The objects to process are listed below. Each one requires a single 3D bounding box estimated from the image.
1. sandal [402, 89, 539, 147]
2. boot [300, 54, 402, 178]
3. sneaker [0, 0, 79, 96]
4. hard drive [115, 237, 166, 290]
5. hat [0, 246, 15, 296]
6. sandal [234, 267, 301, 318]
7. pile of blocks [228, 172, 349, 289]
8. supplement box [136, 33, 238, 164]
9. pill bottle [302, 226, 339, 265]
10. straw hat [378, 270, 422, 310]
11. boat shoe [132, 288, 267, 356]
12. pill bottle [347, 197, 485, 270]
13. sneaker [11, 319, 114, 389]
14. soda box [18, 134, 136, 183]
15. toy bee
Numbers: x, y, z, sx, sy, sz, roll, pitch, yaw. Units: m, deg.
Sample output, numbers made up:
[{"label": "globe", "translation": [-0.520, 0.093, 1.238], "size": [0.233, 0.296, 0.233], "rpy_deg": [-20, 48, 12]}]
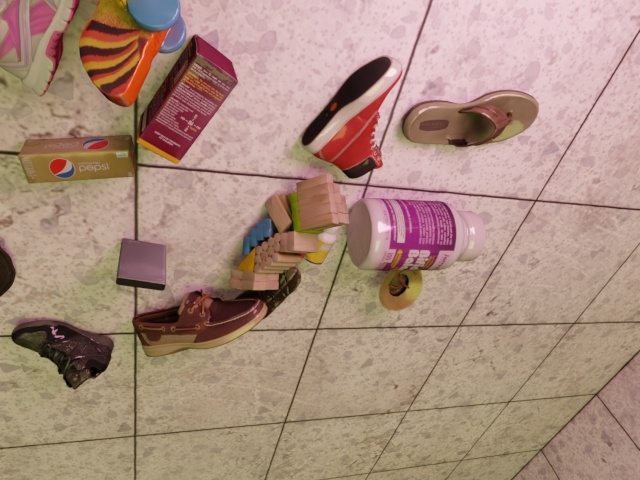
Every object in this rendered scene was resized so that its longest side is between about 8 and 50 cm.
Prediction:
[{"label": "sandal", "translation": [0.326, -0.243, 0.978], "size": [0.302, 0.086, 0.120], "rpy_deg": [-10, 131, -9]}, {"label": "boot", "translation": [0.102, -0.235, 0.920], "size": [0.176, 0.088, 0.244], "rpy_deg": [27, 125, -34]}, {"label": "sneaker", "translation": [-0.419, -0.337, 0.658], "size": [0.111, 0.103, 0.252], "rpy_deg": [20, 120, -32]}, {"label": "hard drive", "translation": [-0.377, 0.049, 0.971], "size": [0.094, 0.135, 0.022], "rpy_deg": [12, 121, -26]}, {"label": "hat", "translation": [-0.791, 0.083, 0.873], "size": [0.331, 0.134, 0.331], "rpy_deg": [-8, 130, -10]}, {"label": "sandal", "translation": [-0.135, 0.131, 1.164], "size": [0.219, 0.060, 0.090], "rpy_deg": [-42, 97, 18]}, {"label": "pile of blocks", "translation": [-0.069, -0.010, 1.042], "size": [0.362, 0.149, 0.112], "rpy_deg": [-40, 154, 27]}, {"label": "supplement box", "translation": [-0.233, -0.242, 0.794], "size": [0.080, 0.104, 0.188], "rpy_deg": [29, 116, -35]}, {"label": "pill bottle", "translation": [0.000, 0.000, 1.094], "size": [0.065, 0.065, 0.116], "rpy_deg": [14, 123, -27]}, {"label": "straw hat", "translation": [0.209, 0.116, 1.259], "size": [0.144, 0.061, 0.145], "rpy_deg": [-9, 115, -19]}, {"label": "boat shoe", "translation": [-0.300, 0.184, 1.112], "size": [0.341, 0.123, 0.123], "rpy_deg": [-15, 111, 15]}, {"label": "pill bottle", "translation": [0.228, -0.012, 1.086], "size": [0.301, 0.169, 0.169], "rpy_deg": [1, 128, -18]}, {"label": "sneaker", "translation": [-0.614, 0.271, 1.088], "size": [0.227, 0.130, 0.087], "rpy_deg": [30, 114, -32]}, {"label": "soda box", "translation": [-0.437, -0.149, 0.835], "size": [0.181, 0.061, 0.058], "rpy_deg": [-5, 130, -13]}, {"label": "toy bee", "translation": [-0.269, -0.356, 0.676], "size": [0.162, 0.298, 0.195], "rpy_deg": [34, 153, -7]}]
